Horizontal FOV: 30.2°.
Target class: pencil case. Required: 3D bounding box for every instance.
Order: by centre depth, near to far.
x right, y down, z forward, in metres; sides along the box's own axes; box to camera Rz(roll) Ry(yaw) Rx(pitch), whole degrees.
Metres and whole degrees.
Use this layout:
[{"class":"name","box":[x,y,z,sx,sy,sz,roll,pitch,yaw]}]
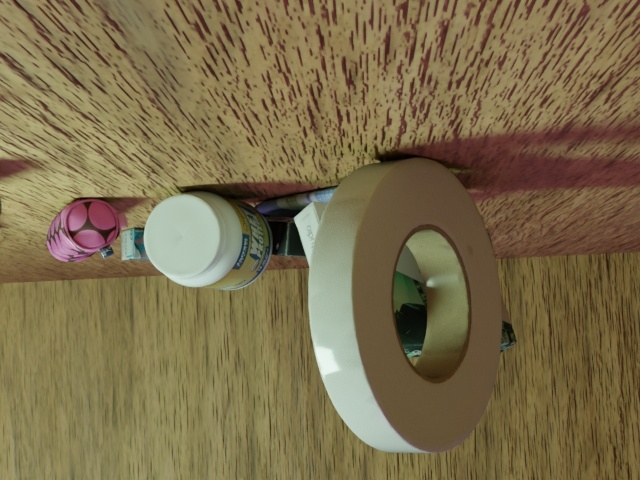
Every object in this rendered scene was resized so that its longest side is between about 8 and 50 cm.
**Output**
[{"class":"pencil case","box":[-0.372,-0.013,1.878,0.098,0.095,0.209,-17,-177,-22]}]

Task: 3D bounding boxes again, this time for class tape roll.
[{"class":"tape roll","box":[0.122,0.083,1.559,0.072,0.392,0.392,-7,173,34]}]

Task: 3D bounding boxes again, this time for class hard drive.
[{"class":"hard drive","box":[0.000,0.000,2.014,0.237,0.064,0.339,5,179,-19]}]

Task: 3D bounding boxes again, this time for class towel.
[{"class":"towel","box":[0.061,-0.058,1.885,0.209,0.034,0.285,3,172,-43]}]

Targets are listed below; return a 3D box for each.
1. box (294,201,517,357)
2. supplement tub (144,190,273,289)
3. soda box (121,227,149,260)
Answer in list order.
[{"class":"box","box":[0.130,0.060,1.761,0.322,0.232,0.058,1,151,-36]},{"class":"supplement tub","box":[-0.169,0.001,1.800,0.144,0.144,0.200,-4,175,18]},{"class":"soda box","box":[-0.289,0.009,2.289,0.183,0.058,0.063,0,174,-34]}]
